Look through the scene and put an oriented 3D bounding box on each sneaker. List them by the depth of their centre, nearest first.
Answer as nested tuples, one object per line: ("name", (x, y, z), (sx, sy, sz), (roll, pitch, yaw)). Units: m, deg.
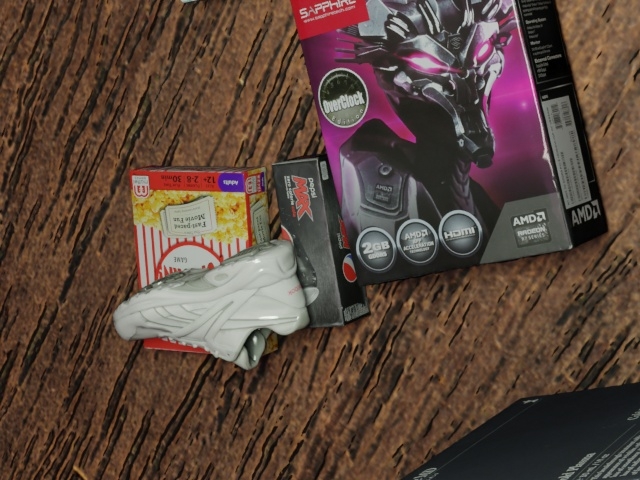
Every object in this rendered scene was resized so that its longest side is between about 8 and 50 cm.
("sneaker", (-0.111, 0.082, 1.657), (0.232, 0.090, 0.115), (-18, 97, 36))

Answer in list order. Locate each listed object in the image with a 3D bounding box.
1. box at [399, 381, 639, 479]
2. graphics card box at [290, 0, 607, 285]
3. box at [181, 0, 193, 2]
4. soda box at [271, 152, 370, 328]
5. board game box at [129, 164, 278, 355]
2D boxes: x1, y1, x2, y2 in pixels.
("box", (0.255, 0.237, 1.372), (0.312, 0.343, 0.179), (-12, 95, 33))
("graphics card box", (0.106, -0.157, 1.526), (0.232, 0.094, 0.371), (-10, 96, 32))
("box", (-0.104, -0.362, 1.627), (0.100, 0.060, 0.244), (-5, 98, 32))
("soda box", (0.000, 0.000, 1.646), (0.060, 0.053, 0.169), (-5, 97, 32))
("board game box", (-0.121, 0.020, 1.729), (0.146, 0.045, 0.194), (2, 101, 31))
